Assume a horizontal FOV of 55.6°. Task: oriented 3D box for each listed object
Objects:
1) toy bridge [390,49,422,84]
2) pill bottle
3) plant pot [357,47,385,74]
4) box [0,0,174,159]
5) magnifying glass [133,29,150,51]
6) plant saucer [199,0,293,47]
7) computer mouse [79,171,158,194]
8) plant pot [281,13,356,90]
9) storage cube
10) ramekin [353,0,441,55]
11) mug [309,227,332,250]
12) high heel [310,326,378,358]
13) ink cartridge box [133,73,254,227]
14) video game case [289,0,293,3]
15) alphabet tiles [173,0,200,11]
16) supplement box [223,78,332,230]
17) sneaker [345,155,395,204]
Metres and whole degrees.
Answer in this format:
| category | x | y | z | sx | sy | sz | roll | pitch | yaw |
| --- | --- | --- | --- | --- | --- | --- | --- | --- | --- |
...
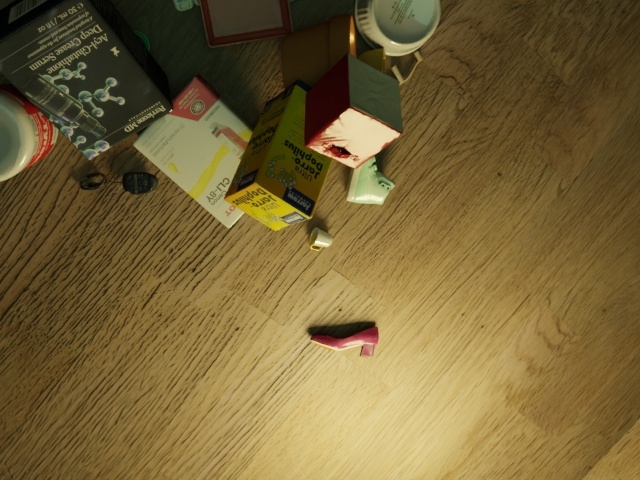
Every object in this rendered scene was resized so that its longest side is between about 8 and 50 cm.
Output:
| category | x | y | z | sx | sy | sz | roll | pitch | yaw |
| --- | --- | --- | --- | --- | --- | --- | --- | --- | --- |
| toy bridge | 0.249 | -0.536 | 1.963 | 0.188 | 0.026 | 0.063 | -34 | 110 | 2 |
| pill bottle | -0.846 | -0.301 | 1.633 | 0.229 | 0.408 | 0.229 | -3 | 108 | -9 |
| plant pot | 0.160 | -0.550 | 1.909 | 0.083 | 0.081 | 0.081 | 0 | 85 | 11 |
| box | -0.635 | -0.471 | 1.632 | 0.293 | 0.212 | 0.395 | -29 | 136 | 6 |
| magnifying glass | -0.599 | -0.527 | 1.813 | 0.092 | 0.026 | 0.231 | 40 | 97 | -18 |
| plant saucer | -0.226 | -0.715 | 1.767 | 0.258 | 0.048 | 0.259 | -12 | 115 | -9 |
| computer mouse | -0.632 | -0.181 | 1.908 | 0.242 | 0.041 | 0.071 | 1 | 98 | -4 |
| plant pot | 0.001 | -0.516 | 1.806 | 0.203 | 0.291 | 0.291 | -1 | 107 | 7 |
| storage cube | 0.086 | -0.337 | 1.612 | 0.183 | 0.215 | 0.193 | 20 | 144 | -31 |
| ramekin | 0.245 | -0.706 | 1.859 | 0.273 | 0.127 | 0.273 | -3 | 107 | -10 |
| mug | 0.001 | -0.004 | 2.068 | 0.064 | 0.078 | 0.062 | 16 | 70 | -23 |
| high heel | 0.089 | 0.343 | 2.183 | 0.244 | 0.082 | 0.117 | 13 | 75 | -1 |
| ink cartridge box | -0.329 | -0.271 | 1.866 | 0.279 | 0.160 | 0.384 | -45 | 109 | 5 |
| video game case | -0.186 | -0.811 | 1.781 | 0.248 | 0.035 | 0.275 | -27 | 117 | -1 |
| alphabet tiles | -0.384 | -0.828 | 1.765 | 0.284 | 0.021 | 0.278 | -17 | 108 | -4 |
| supplement box | -0.094 | -0.238 | 1.727 | 0.195 | 0.194 | 0.356 | 31 | 63 | -26 |
| sneaker | 0.182 | -0.240 | 2.002 | 0.151 | 0.094 | 0.256 | 10 | 114 | -7 |
